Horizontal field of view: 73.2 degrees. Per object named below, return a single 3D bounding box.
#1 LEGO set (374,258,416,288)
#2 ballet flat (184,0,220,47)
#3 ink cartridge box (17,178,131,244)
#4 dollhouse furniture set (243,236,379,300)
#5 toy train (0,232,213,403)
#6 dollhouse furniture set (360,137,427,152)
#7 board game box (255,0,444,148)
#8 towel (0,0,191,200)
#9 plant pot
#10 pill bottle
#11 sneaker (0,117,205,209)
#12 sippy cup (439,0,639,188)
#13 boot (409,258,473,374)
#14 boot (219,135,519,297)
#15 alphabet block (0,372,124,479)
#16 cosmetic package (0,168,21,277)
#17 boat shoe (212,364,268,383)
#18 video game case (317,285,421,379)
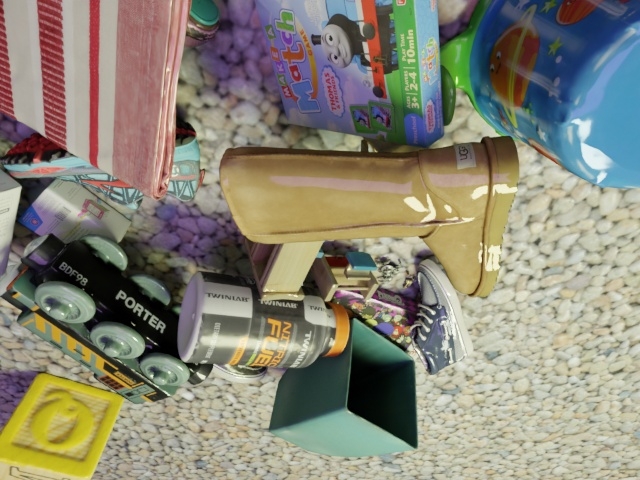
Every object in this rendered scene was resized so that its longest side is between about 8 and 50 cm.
[{"bbox_3d":[0.126,0.059,0.732,0.083,0.023,0.054,16,125,-10],"label":"LEGO set"},{"bbox_3d":[-0.202,-0.298,0.450,0.079,0.076,0.221,-17,127,38],"label":"ballet flat"},{"bbox_3d":[-0.373,-0.028,0.662,0.089,0.052,0.122,-34,118,24],"label":"ink cartridge box"},{"bbox_3d":[0.000,0.000,0.646,0.184,0.128,0.129,4,130,-30],"label":"dollhouse furniture set"},{"bbox_3d":[-0.324,0.132,0.669,0.190,0.142,0.334,-25,123,26],"label":"toy train"},{"bbox_3d":[0.079,-0.051,0.587,0.161,0.101,0.181,-29,122,4],"label":"dollhouse furniture set"},{"bbox_3d":[0.026,-0.192,0.457,0.212,0.039,0.160,23,141,41],"label":"board game box"},{"bbox_3d":[-0.283,-0.213,0.455,0.329,0.037,0.236,29,124,11],"label":"towel"},{"bbox_3d":[0.028,0.285,0.771,0.166,0.165,0.234,37,129,-24],"label":"plant pot"},{"bbox_3d":[-0.079,0.126,0.659,0.246,0.130,0.130,11,128,-27],"label":"pill bottle"},{"bbox_3d":[-0.291,-0.088,0.585,0.262,0.104,0.125,-1,130,4],"label":"sneaker"},{"bbox_3d":[0.284,-0.171,0.431,0.306,0.224,0.240,-37,118,25],"label":"sippy cup"},{"bbox_3d":[0.185,0.131,0.716,0.086,0.069,0.189,-28,101,-12],"label":"boot"},{"bbox_3d":[0.055,-0.018,0.481,0.270,0.089,0.236,-2,137,11],"label":"boot"},{"bbox_3d":[-0.573,0.440,0.935,0.194,0.192,0.197,23,125,-17],"label":"alphabet block"},{"bbox_3d":[-0.548,-0.037,0.567,0.224,0.138,0.224,38,121,3],"label":"cosmetic package"},{"bbox_3d":[-0.189,0.199,0.812,0.220,0.077,0.070,30,123,-17],"label":"boat shoe"},{"bbox_3d":[0.080,0.176,0.809,0.232,0.041,0.210,20,123,-13],"label":"video game case"}]
